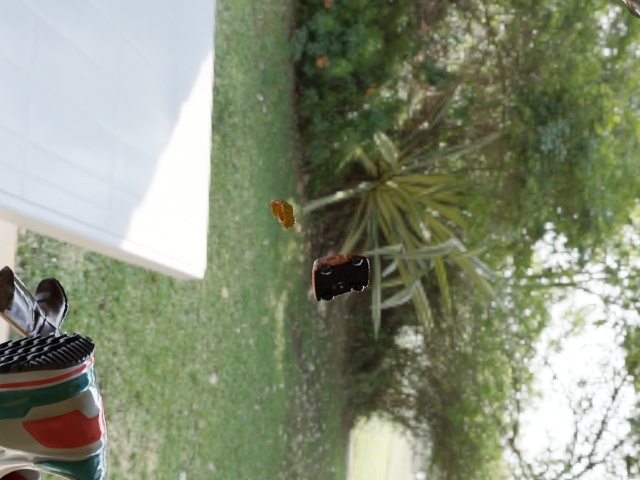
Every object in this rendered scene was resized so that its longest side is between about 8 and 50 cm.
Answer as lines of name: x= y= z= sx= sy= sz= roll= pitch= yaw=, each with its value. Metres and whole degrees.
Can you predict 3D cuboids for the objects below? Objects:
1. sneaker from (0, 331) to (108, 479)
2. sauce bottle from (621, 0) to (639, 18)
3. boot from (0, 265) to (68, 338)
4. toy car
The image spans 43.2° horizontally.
sneaker: x=-0.168 y=0.090 z=0.364 sx=0.057 sy=0.161 sz=0.075 roll=-41 pitch=120 yaw=-71
sauce bottle: x=0.355 y=-0.123 z=0.669 sx=0.111 sy=0.112 sz=0.344 roll=79 pitch=-5 yaw=-50
boot: x=-0.296 y=0.052 z=0.813 sx=0.114 sy=0.037 sz=0.106 roll=67 pitch=2 yaw=-52
toy car: x=0.000 y=0.000 z=0.728 sx=0.040 sy=0.060 sz=0.122 roll=37 pitch=-25 yaw=56
